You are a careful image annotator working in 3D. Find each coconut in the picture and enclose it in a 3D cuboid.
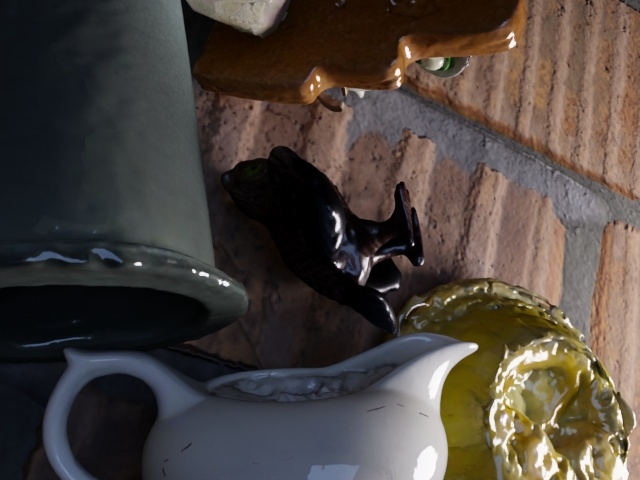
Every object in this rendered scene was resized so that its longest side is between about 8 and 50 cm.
[{"bbox_3d":[-0.061,-0.220,0.552,0.110,0.124,0.110,0,96,0],"label":"coconut"}]

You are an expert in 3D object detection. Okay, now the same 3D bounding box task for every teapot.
[{"bbox_3d":[-0.036,0.136,0.486,0.299,0.208,0.166,8,97,-17],"label":"teapot"}]

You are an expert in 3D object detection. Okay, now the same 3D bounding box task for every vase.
[{"bbox_3d":[-0.181,-0.081,0.460,0.244,0.245,0.291,0,72,-27],"label":"vase"}]

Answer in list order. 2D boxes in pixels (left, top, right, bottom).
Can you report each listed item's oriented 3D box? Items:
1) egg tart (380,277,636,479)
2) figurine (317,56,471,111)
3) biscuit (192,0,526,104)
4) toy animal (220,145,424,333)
[{"bbox_3d":[0.182,0.176,0.642,0.314,0.120,0.315,8,73,-26],"label":"egg tart"},{"bbox_3d":[0.055,-0.187,0.678,0.153,0.132,0.132,-33,93,-17],"label":"figurine"},{"bbox_3d":[0.023,-0.217,0.624,0.306,0.043,0.284,-29,57,5],"label":"biscuit"},{"bbox_3d":[-0.007,-0.004,0.576,0.179,0.218,0.116,15,81,21],"label":"toy animal"}]
